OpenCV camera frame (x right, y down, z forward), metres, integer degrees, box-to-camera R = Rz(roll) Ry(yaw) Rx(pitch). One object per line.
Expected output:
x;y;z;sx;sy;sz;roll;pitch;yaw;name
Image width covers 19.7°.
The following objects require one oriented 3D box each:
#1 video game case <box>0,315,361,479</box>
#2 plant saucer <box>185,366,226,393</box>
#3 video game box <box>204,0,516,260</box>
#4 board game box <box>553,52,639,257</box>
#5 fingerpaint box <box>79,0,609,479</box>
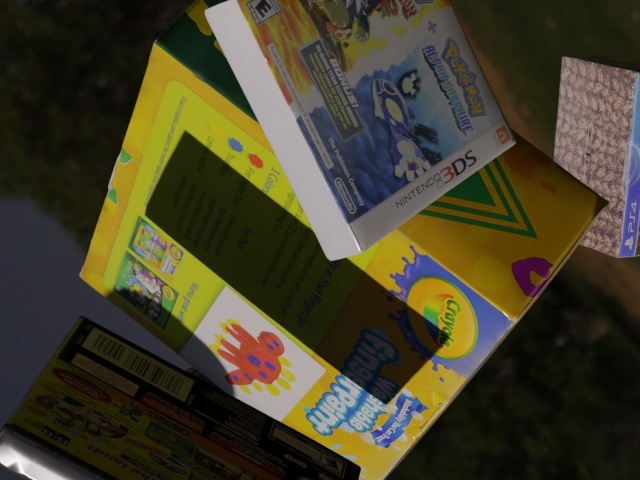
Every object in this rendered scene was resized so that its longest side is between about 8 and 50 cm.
-0.104;0.175;1.451;0.275;0.035;0.248;29;-163;-3;video game case
-0.201;0.202;2.048;0.041;0.278;0.278;61;-174;-3;plant saucer
0.035;-0.117;1.350;0.048;0.187;0.205;-13;108;50;video game box
0.450;-0.115;2.326;0.291;0.232;0.141;-4;-165;-32;board game box
0.000;0.000;1.667;0.371;0.163;0.445;38;150;6;fingerpaint box
